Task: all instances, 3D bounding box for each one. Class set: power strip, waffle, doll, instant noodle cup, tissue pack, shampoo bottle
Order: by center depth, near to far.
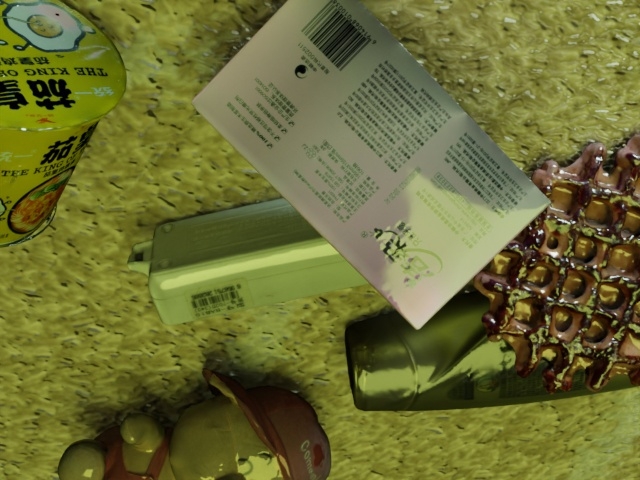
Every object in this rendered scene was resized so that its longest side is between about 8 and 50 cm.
[{"bbox_3d":[-0.254,-0.091,0.732,0.182,0.182,0.144,17,130,-17],"label":"instant noodle cup"},{"bbox_3d":[0.037,-0.070,0.754,0.148,0.092,0.246,-44,94,8],"label":"tissue pack"},{"bbox_3d":[0.000,0.000,0.860,0.338,0.098,0.058,-12,122,2],"label":"power strip"},{"bbox_3d":[0.253,0.028,0.888,0.234,0.055,0.221,-30,94,-1],"label":"waffle"},{"bbox_3d":[0.200,0.103,0.963,0.349,0.084,0.126,-9,114,0],"label":"shampoo bottle"},{"bbox_3d":[-0.117,0.231,0.973,0.255,0.152,0.196,-18,137,0],"label":"doll"}]
